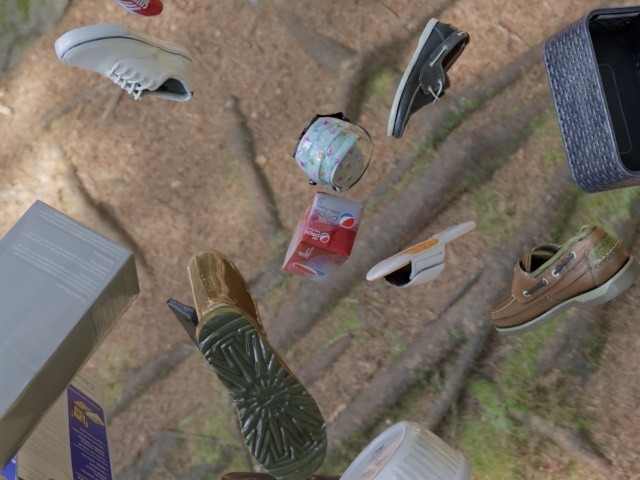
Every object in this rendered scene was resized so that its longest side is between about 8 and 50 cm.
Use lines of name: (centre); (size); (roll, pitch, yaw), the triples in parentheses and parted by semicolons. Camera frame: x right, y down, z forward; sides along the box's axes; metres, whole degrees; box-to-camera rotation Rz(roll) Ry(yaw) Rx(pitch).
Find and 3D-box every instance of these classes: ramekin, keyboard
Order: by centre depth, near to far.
ramekin: (0.107, 0.355, 1.416); (0.109, 0.207, 0.207); (43, 107, -3)
keyboard: (-0.177, 0.168, 1.603); (0.023, 0.180, 0.108); (-44, 42, -18)

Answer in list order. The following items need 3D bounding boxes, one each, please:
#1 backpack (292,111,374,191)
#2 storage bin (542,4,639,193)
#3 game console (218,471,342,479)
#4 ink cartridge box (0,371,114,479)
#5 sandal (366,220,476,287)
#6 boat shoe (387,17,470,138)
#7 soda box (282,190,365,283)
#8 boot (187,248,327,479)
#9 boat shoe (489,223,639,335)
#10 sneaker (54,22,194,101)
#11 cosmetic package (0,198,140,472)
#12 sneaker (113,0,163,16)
backpack: (0.028, -0.165, 1.840); (0.115, 0.182, 0.152); (25, 94, 21)
storage bin: (0.325, -0.151, 1.059); (0.084, 0.122, 0.180); (151, 108, -68)
game console: (0.053, 0.463, 1.564); (0.342, 0.386, 0.060); (22, 98, 53)
ink cartridge box: (-0.363, 0.267, 1.341); (0.069, 0.176, 0.371); (-44, 29, 4)
sandal: (0.211, 0.038, 1.894); (0.102, 0.265, 0.076); (-22, 92, 61)
boat shoe: (0.177, -0.266, 1.654); (0.079, 0.084, 0.233); (25, 71, 8)
soda box: (0.000, 0.000, 1.641); (0.263, 0.083, 0.092); (125, 164, -75)
boot: (-0.081, 0.138, 1.200); (0.089, 0.236, 0.269); (-26, 15, -4)
boat shoe: (0.341, 0.053, 1.472); (0.110, 0.104, 0.307); (-43, 3, -34)
sneaker: (-0.289, -0.269, 1.534); (0.094, 0.258, 0.091); (-31, 71, 37)
cosmetic package: (-0.297, 0.090, 0.977); (0.127, 0.107, 0.238); (30, 63, 11)
sneaker: (-0.264, -0.356, 1.422); (0.067, 0.118, 0.042); (3, 79, 48)
